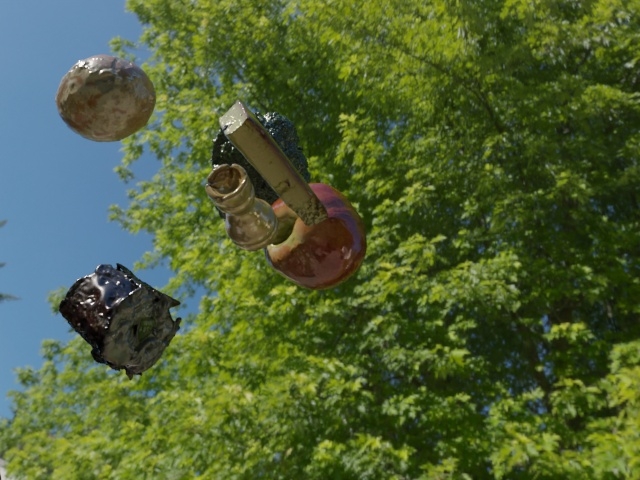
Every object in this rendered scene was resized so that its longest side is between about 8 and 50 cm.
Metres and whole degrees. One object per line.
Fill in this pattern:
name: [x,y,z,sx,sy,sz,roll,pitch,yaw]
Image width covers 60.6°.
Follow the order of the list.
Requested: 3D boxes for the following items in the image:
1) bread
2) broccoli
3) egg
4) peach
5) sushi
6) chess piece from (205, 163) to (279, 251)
bread: [-0.061,-0.100,0.810,0.049,0.088,0.226,-39,-56,2]
broccoli: [-0.169,-0.190,1.418,0.283,0.303,0.322,26,-58,43]
egg: [-0.492,-0.323,1.252,0.233,0.195,0.195,-5,-52,20]
peach: [0.000,0.000,1.195,0.232,0.233,0.256,-33,-29,34]
sushi: [-0.201,0.082,0.548,0.084,0.098,0.094,23,-18,31]
chess piece: [-0.095,-0.038,0.651,0.066,0.066,0.122,3,-23,13]
